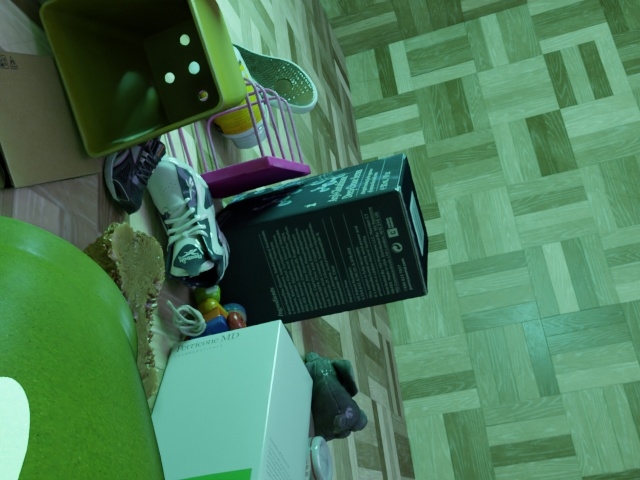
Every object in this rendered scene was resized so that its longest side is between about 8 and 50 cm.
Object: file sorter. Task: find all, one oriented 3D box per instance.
[{"bbox_3d":[-0.167,-0.191,1.283,0.291,0.202,0.182,-13,88,-77],"label":"file sorter"}]

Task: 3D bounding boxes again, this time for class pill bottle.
[{"bbox_3d":[-0.191,-0.304,1.476,0.117,0.117,0.215,-90,161,-44],"label":"pill bottle"},{"bbox_3d":[-0.066,0.401,1.207,0.087,0.160,0.087,-13,90,-77],"label":"pill bottle"}]

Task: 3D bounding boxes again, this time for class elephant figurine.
[{"bbox_3d":[0.007,0.347,1.629,0.169,0.186,0.239,15,52,-46],"label":"elephant figurine"}]

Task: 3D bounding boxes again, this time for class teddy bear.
[{"bbox_3d":[-0.266,0.148,0.795,0.245,0.113,0.337,9,76,-68],"label":"teddy bear"}]

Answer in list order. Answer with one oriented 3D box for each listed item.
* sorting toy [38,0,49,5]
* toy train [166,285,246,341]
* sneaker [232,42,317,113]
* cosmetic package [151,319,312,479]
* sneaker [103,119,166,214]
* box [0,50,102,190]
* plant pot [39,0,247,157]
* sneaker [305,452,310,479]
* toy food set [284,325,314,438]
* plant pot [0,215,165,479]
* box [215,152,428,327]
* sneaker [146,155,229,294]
[{"bbox_3d":[-0.370,-0.479,0.962,0.257,0.090,0.255,-90,161,-45],"label":"sorting toy"},{"bbox_3d":[-0.187,0.122,1.154,0.248,0.105,0.143,55,8,-41],"label":"toy train"},{"bbox_3d":[-0.118,-0.354,1.572,0.106,0.290,0.123,-48,154,-17],"label":"sneaker"},{"bbox_3d":[-0.132,0.303,0.957,0.365,0.197,0.155,-88,159,-53],"label":"cosmetic package"},{"bbox_3d":[-0.274,-0.126,1.039,0.072,0.077,0.178,54,27,-57],"label":"sneaker"},{"bbox_3d":[-0.354,-0.152,0.855,0.201,0.021,0.164,-47,122,-75],"label":"box"},{"bbox_3d":[-0.218,-0.249,0.956,0.187,0.212,0.212,-26,99,-71],"label":"plant pot"},{"bbox_3d":[-0.116,0.465,1.080,0.108,0.121,0.302,48,49,-33],"label":"sneaker"},{"bbox_3d":[-0.082,0.335,1.415,0.220,0.093,0.305,-93,169,-82],"label":"toy food set"},{"bbox_3d":[-0.242,0.166,0.397,0.353,0.367,0.366,-104,174,-59],"label":"plant pot"},{"bbox_3d":[0.000,0.000,1.360,0.293,0.396,0.211,-67,142,-69],"label":"box"},{"bbox_3d":[-0.214,-0.012,1.100,0.153,0.094,0.234,-106,-179,-58],"label":"sneaker"}]
